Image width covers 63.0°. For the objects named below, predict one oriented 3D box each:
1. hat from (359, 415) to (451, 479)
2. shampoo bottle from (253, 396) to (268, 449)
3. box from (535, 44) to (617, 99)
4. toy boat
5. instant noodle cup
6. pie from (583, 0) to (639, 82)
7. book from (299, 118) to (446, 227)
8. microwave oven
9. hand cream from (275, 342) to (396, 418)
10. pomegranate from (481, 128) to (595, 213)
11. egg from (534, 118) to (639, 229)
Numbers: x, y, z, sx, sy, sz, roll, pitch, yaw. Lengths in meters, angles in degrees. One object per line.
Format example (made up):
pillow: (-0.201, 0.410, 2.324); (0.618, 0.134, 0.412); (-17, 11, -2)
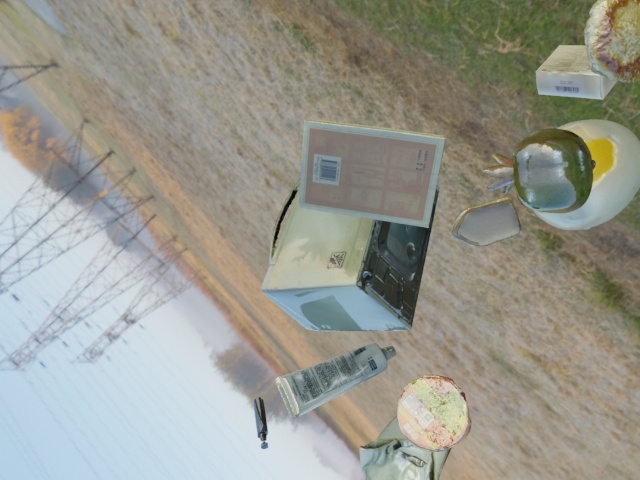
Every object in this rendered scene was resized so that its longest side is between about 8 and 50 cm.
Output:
hat: (0.290, 0.679, 1.625); (0.258, 0.301, 0.168); (17, 134, 37)
shampoo bottle: (-0.151, 0.467, 1.334); (0.137, 0.027, 0.048); (-109, 30, -49)
box: (0.834, -0.543, 1.677); (0.212, 0.168, 0.095); (23, 149, 44)
toy boat: (0.458, -0.044, 1.460); (0.061, 0.188, 0.116); (-49, -61, -72)
instant noodle cup: (0.327, 0.477, 1.414); (0.193, 0.193, 0.212); (37, 176, 34)
pie: (0.637, -0.416, 1.059); (0.084, 0.205, 0.179); (-113, 20, -64)
book: (0.085, -0.118, 0.921); (0.242, 0.018, 0.170); (9, 118, 7)
microwave oven: (0.083, 0.003, 1.258); (0.333, 0.394, 0.247); (-7, 143, 40)
hand cream: (0.054, 0.367, 1.428); (0.078, 0.341, 0.124); (89, 157, -53)
pomegranate: (0.397, -0.123, 0.953); (0.191, 0.131, 0.152); (2, 101, 62)
egg: (0.705, -0.181, 1.399); (0.283, 0.345, 0.283); (53, 162, 25)
